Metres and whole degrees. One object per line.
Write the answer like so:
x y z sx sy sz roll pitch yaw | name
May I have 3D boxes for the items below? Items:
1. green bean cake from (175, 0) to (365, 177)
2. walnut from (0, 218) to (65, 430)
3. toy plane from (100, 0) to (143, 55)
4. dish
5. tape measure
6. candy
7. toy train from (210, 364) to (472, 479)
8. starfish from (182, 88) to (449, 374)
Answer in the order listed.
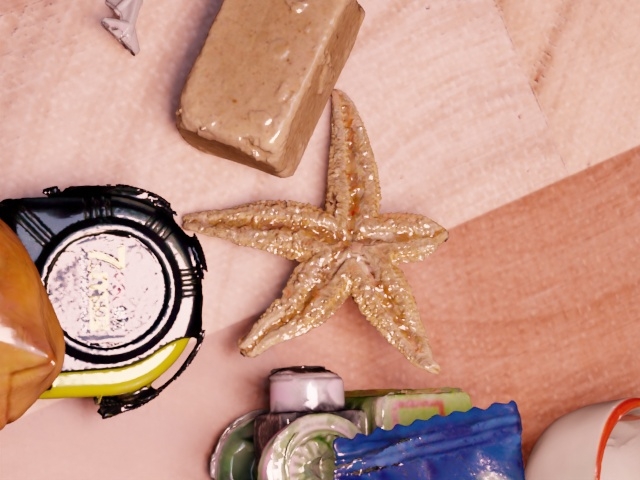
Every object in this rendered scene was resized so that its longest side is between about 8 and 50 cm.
-0.045 -0.155 1.748 0.109 0.085 0.179 22 78 16 | green bean cake
-0.312 0.050 1.542 0.203 0.298 0.203 -18 113 -47 | walnut
-0.098 -0.290 1.780 0.182 0.107 0.273 17 110 -53 | toy plane
0.253 0.263 1.758 0.256 0.117 0.256 14 73 -52 | dish
-0.190 0.052 1.691 0.186 0.112 0.199 -1 90 -9 | tape measure
0.114 0.301 1.611 0.187 0.077 0.331 -13 93 -29 | candy
0.042 0.258 1.706 0.249 0.173 0.307 -1 84 -22 | toy train
-0.001 -0.002 1.752 0.231 0.048 0.295 -13 69 -4 | starfish
